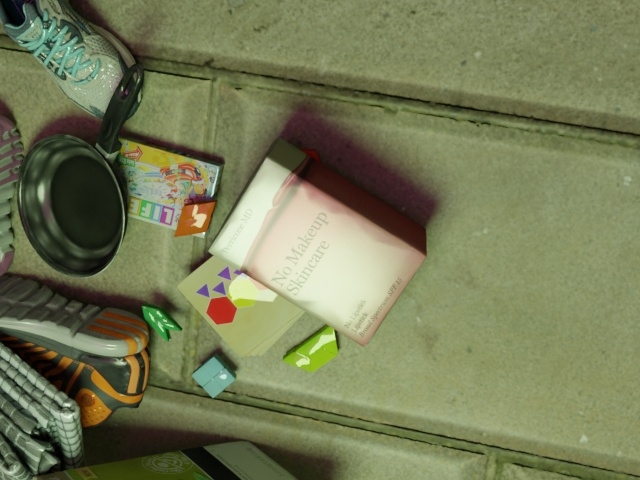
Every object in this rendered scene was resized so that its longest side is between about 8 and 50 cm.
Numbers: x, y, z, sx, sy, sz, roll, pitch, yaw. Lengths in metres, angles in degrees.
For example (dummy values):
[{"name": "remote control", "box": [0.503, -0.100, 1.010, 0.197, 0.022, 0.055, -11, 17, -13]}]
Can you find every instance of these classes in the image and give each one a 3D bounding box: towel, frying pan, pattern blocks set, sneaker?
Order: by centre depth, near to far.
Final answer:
[{"name": "sneaker", "box": [-0.351, -0.261, 1.487, 0.110, 0.122, 0.283, -41, 92, 18]}, {"name": "frying pan", "box": [-0.320, -0.106, 1.526, 0.197, 0.053, 0.326, 23, 113, 26]}, {"name": "pattern blocks set", "box": [-0.081, 0.056, 1.540, 0.325, 0.026, 0.285, -30, 101, 12]}, {"name": "towel", "box": [-0.456, 0.245, 1.557, 0.283, 0.121, 0.235, 35, 146, 16]}, {"name": "sneaker", "box": [-0.481, -0.063, 1.583, 0.104, 0.095, 0.236, 16, 107, 17]}, {"name": "sneaker", "box": [-0.389, 0.168, 1.598, 0.321, 0.124, 0.180, 17, 118, 20]}]

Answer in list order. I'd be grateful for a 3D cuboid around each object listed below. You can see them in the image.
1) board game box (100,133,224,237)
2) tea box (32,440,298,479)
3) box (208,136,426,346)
[{"name": "board game box", "box": [-0.215, -0.074, 1.550, 0.154, 0.026, 0.103, 16, 106, 9]}, {"name": "tea box", "box": [-0.196, 0.471, 1.495, 0.220, 0.323, 0.329, 25, 113, 52]}, {"name": "box", "box": [0.000, 0.000, 1.437, 0.232, 0.127, 0.148, 31, 106, -5]}]
